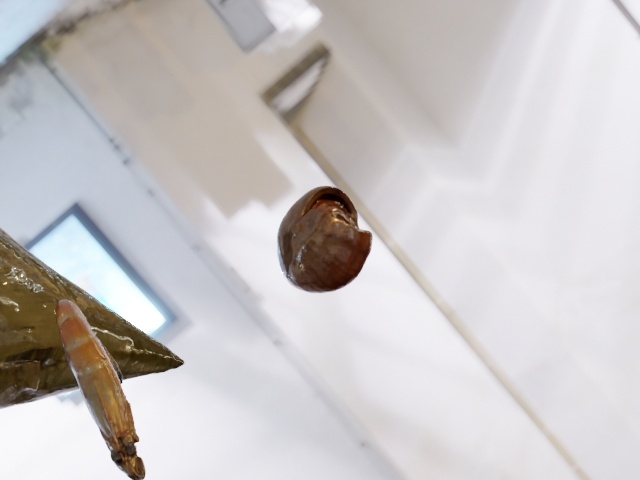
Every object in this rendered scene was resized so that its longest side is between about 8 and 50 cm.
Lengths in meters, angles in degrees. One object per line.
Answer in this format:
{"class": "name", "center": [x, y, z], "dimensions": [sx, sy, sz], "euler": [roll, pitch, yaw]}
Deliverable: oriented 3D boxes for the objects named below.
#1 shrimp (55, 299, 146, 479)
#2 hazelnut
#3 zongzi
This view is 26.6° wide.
{"class": "shrimp", "center": [-0.129, 0.093, 0.819], "dimensions": [0.025, 0.127, 0.091], "euler": [-24, 154, -6]}
{"class": "hazelnut", "center": [0.000, 0.000, 1.079], "dimensions": [0.086, 0.086, 0.086], "euler": [-40, -173, 6]}
{"class": "zongzi", "center": [-0.297, -0.003, 1.097], "dimensions": [0.360, 0.323, 0.160], "euler": [-7, 162, -42]}
